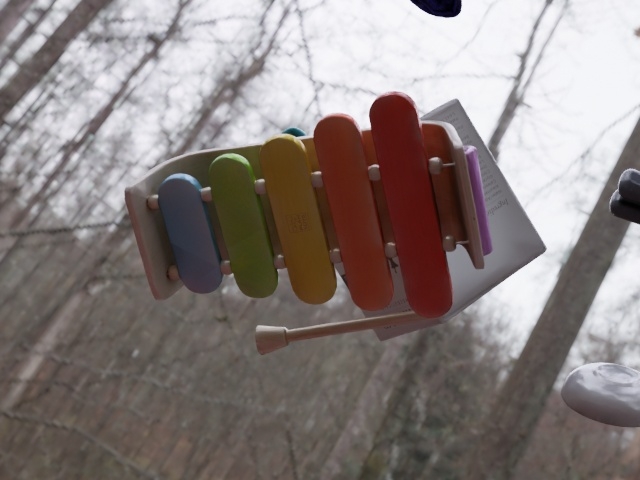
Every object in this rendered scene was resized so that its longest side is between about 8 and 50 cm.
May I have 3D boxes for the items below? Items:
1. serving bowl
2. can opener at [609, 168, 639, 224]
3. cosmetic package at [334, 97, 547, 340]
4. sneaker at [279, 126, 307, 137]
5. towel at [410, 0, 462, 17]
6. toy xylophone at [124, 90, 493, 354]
[{"bbox_3d":[0.241,0.121,0.897,0.083,0.083,0.027,17,-67,29],"label":"serving bowl"},{"bbox_3d":[0.522,-0.005,1.446,0.283,0.095,0.076,20,-41,9],"label":"can opener"},{"bbox_3d":[0.100,-0.017,1.128,0.184,0.151,0.151,59,-24,0],"label":"cosmetic package"},{"bbox_3d":[-0.049,-0.076,1.513,0.107,0.275,0.110,-4,-66,2],"label":"sneaker"},{"bbox_3d":[0.102,-0.443,1.313,0.076,0.308,0.228,-10,-30,18],"label":"towel"},{"bbox_3d":[0.000,0.000,0.976,0.322,0.081,0.236,-14,-69,18],"label":"toy xylophone"}]
